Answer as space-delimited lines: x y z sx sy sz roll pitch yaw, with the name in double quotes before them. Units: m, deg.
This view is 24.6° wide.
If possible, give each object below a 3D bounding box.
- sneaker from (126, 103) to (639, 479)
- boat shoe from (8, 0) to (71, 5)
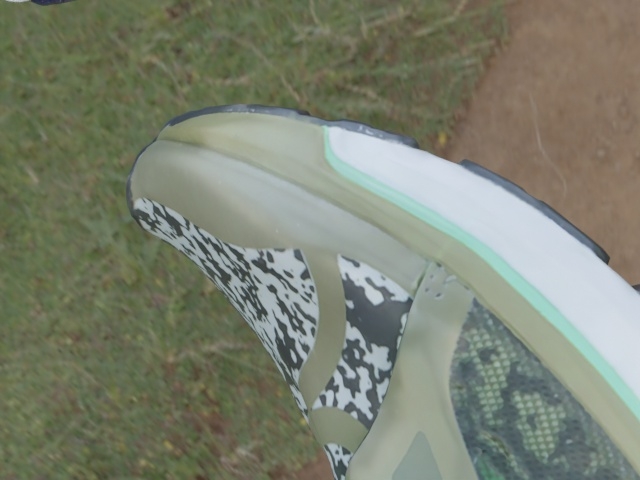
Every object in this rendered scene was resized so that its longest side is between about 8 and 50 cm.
"sneaker" 0.053 0.124 0.389 0.182 0.158 0.410 -41 65 -9
"boat shoe" -0.207 -0.179 0.808 0.341 0.158 0.127 -33 38 -20
